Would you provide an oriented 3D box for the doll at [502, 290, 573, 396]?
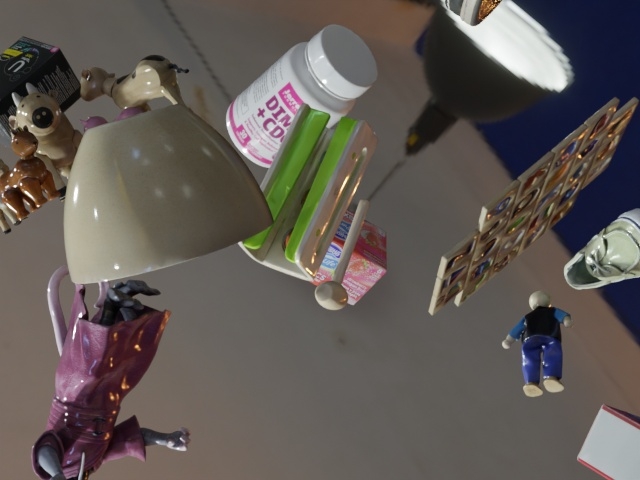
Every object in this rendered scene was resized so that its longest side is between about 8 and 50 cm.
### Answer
[{"bbox_3d":[0.362,0.164,1.884,0.046,0.129,0.189,42,-137,-38],"label":"doll"}]

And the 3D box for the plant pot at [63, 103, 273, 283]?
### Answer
[{"bbox_3d":[-0.223,-0.077,1.529,0.284,0.284,0.191,-29,-73,-58],"label":"plant pot"}]

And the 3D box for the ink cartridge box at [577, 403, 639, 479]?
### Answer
[{"bbox_3d":[0.615,0.397,1.960,0.273,0.114,0.197,23,-176,-35],"label":"ink cartridge box"}]

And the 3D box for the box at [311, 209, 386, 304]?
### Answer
[{"bbox_3d":[0.000,0.000,2.273,0.257,0.122,0.128,30,-146,-20],"label":"box"}]

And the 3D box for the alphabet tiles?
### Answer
[{"bbox_3d":[0.271,-0.042,1.460,0.342,0.285,0.011,-38,-110,-17],"label":"alphabet tiles"}]

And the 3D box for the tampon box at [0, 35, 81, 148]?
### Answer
[{"bbox_3d":[-0.506,-0.249,1.917,0.120,0.101,0.161,21,-121,39],"label":"tampon box"}]

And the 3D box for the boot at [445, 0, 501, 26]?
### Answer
[{"bbox_3d":[0.117,-0.452,1.281,0.284,0.377,0.138,26,-131,21],"label":"boot"}]

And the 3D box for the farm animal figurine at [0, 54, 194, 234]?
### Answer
[{"bbox_3d":[-0.392,-0.174,1.766,0.330,0.327,0.172,-35,-84,-28],"label":"farm animal figurine"}]

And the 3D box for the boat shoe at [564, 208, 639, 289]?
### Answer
[{"bbox_3d":[0.494,0.032,1.904,0.109,0.094,0.302,59,170,11],"label":"boat shoe"}]

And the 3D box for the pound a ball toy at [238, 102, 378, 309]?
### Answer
[{"bbox_3d":[0.010,-0.046,1.899,0.208,0.319,0.136,18,166,23],"label":"pound a ball toy"}]

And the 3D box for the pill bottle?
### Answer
[{"bbox_3d":[-0.035,-0.269,2.119,0.160,0.283,0.160,25,-132,-30],"label":"pill bottle"}]

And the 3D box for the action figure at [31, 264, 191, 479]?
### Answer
[{"bbox_3d":[-0.348,0.236,1.624,0.276,0.370,0.248,22,-173,34],"label":"action figure"}]
